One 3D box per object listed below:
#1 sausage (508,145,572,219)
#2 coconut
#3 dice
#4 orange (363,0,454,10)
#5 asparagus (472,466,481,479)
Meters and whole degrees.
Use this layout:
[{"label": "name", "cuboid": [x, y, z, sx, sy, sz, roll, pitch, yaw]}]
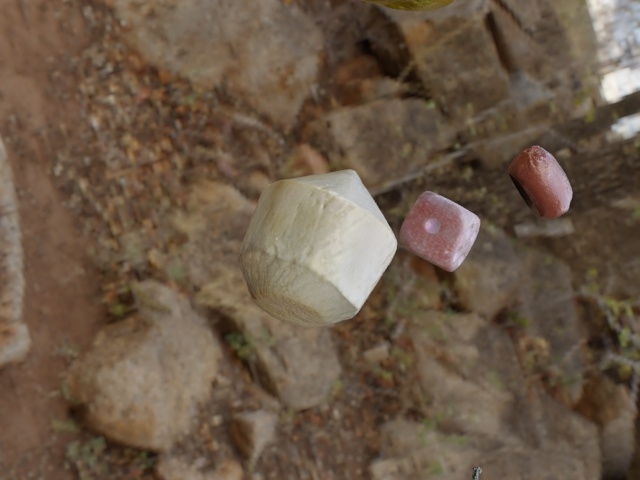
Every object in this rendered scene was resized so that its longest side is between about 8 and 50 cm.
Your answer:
[{"label": "sausage", "cuboid": [0.265, -0.068, 1.487, 0.094, 0.054, 0.059, 53, -3, -27]}, {"label": "coconut", "cuboid": [0.000, 0.000, 2.418, 0.329, 0.328, 0.329, 162, -90, -90]}, {"label": "dice", "cuboid": [0.175, -0.014, 1.847, 0.094, 0.093, 0.091, 30, 1, 20]}, {"label": "orange", "cuboid": [0.121, -0.416, 1.546, 0.235, 0.279, 0.279, 40, -20, 35]}, {"label": "asparagus", "cuboid": [0.259, 0.442, 2.176, 0.127, 0.018, 0.015, -61, 161, -45]}]
